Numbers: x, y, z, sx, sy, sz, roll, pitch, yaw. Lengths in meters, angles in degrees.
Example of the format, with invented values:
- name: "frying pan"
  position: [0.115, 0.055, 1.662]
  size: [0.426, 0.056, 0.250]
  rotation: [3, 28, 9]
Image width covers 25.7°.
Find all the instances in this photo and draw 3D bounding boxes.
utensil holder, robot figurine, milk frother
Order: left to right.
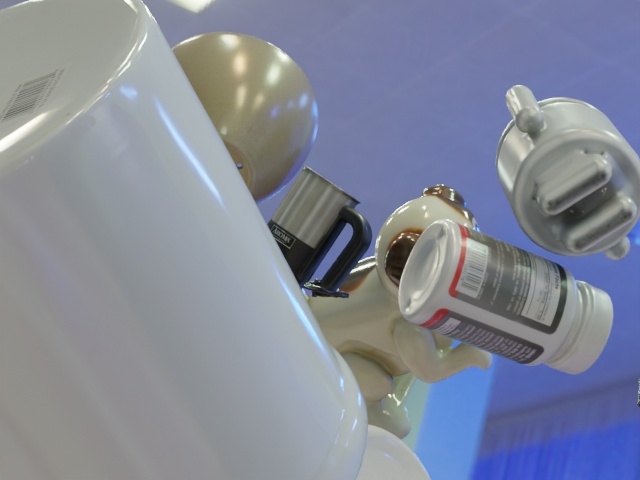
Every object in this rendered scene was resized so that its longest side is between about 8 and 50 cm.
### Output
- name: "utensil holder"
  position: [-0.184, 0.052, 1.064]
  size: [0.327, 0.327, 0.385]
  rotation: [-3, -52, 35]
- name: "milk frother"
  position: [0.000, 0.000, 1.720]
  size: [0.129, 0.135, 0.143]
  rotation: [35, 2, 8]
- name: "robot figurine"
  position: [0.377, -0.102, 2.145]
  size: [0.200, 0.353, 0.300]
  rotation: [-29, -73, 9]

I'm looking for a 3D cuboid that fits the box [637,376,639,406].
- name: "box"
  position: [0.655, 0.209, 1.985]
  size: [0.295, 0.073, 0.293]
  rotation: [32, -50, -7]

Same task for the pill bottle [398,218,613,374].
- name: "pill bottle"
  position: [0.273, 0.089, 2.062]
  size: [0.283, 0.161, 0.161]
  rotation: [22, -25, -17]

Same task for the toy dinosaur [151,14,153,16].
- name: "toy dinosaur"
  position: [-0.259, -0.294, 1.809]
  size: [0.082, 0.047, 0.090]
  rotation: [0, -28, 45]

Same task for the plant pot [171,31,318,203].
- name: "plant pot"
  position: [-0.153, -0.155, 2.183]
  size: [0.284, 0.191, 0.284]
  rotation: [4, -56, 5]

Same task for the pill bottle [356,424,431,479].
- name: "pill bottle"
  position: [-0.028, 0.406, 1.887]
  size: [0.210, 0.210, 0.363]
  rotation: [30, -45, -25]

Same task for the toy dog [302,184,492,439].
- name: "toy dog"
  position: [0.156, 0.085, 2.488]
  size: [0.395, 0.284, 0.408]
  rotation: [42, -44, 7]
